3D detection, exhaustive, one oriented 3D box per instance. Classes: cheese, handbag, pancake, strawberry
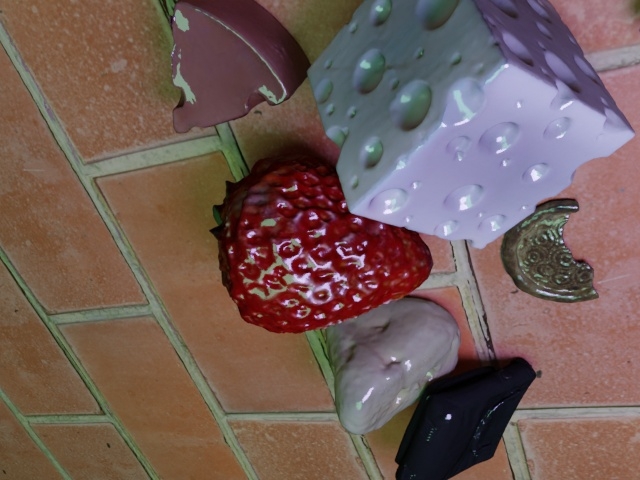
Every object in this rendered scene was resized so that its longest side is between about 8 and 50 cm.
[{"bbox_3d":[-0.113,-0.246,0.938,0.176,0.128,0.203,16,126,9],"label":"cheese"},{"bbox_3d":[0.260,0.340,1.181,0.088,0.244,0.275,49,141,42],"label":"handbag"},{"bbox_3d":[0.381,0.027,1.023,0.190,0.020,0.184,34,127,-5],"label":"pancake"},{"bbox_3d":[-0.012,-0.008,0.990,0.309,0.292,0.292,-25,115,4],"label":"strawberry"},{"bbox_3d":[0.129,0.217,1.131,0.247,0.251,0.174,-6,124,5],"label":"cheese"}]

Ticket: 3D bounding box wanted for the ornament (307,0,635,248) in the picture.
[{"bbox_3d":[0.165,-0.167,0.768,0.239,0.239,0.240,12,138,-37],"label":"ornament"}]
